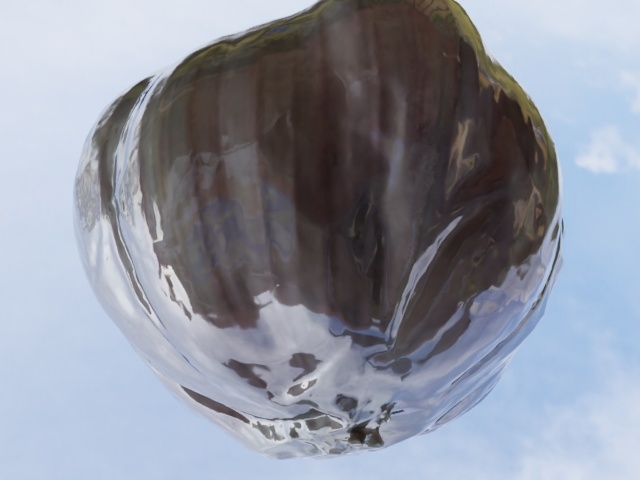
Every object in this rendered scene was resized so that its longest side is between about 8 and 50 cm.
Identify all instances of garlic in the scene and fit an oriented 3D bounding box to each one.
[{"bbox_3d":[0.000,0.000,0.670,0.318,0.317,0.259,5,-110,-19],"label":"garlic"}]
